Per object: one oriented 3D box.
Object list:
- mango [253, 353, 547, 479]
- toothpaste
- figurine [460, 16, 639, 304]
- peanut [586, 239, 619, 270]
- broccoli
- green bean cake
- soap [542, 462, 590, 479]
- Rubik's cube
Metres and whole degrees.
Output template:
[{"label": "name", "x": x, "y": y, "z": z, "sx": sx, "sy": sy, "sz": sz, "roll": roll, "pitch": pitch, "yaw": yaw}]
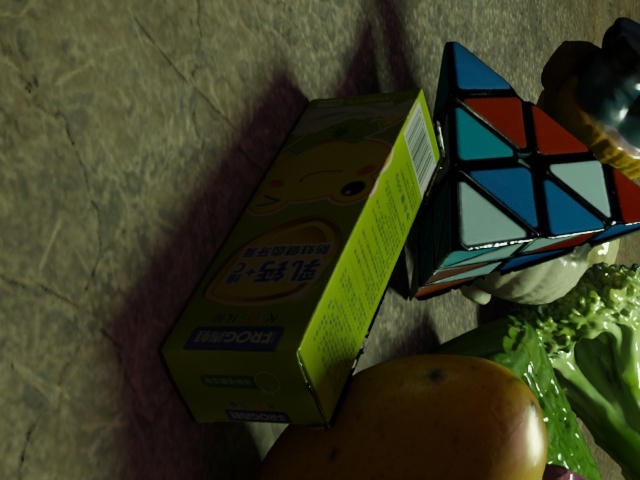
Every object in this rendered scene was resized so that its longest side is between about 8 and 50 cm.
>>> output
[{"label": "mango", "x": 0.047, "y": 0.196, "z": 0.782, "sx": 0.290, "sy": 0.191, "sz": 0.160, "roll": -57, "pitch": 156, "yaw": 18}, {"label": "toothpaste", "x": 0.000, "y": 0.000, "z": 0.839, "sx": 0.327, "sy": 0.110, "sz": 0.077, "roll": -63, "pitch": 143, "yaw": -45}, {"label": "figurine", "x": 0.248, "y": -0.064, "z": 1.134, "sx": 0.185, "sy": 0.332, "sz": 0.204, "roll": 30, "pitch": 51, "yaw": -10}, {"label": "peanut", "x": 0.386, "y": 0.047, "z": 1.601, "sx": 0.123, "sy": 0.123, "sz": 0.257, "roll": -17, "pitch": 103, "yaw": -63}, {"label": "broccoli", "x": 0.374, "y": 0.192, "z": 1.357, "sx": 0.275, "sy": 0.353, "sz": 0.397, "roll": -59, "pitch": -178, "yaw": 28}, {"label": "green bean cake", "x": 0.195, "y": 0.214, "z": 1.129, "sx": 0.248, "sy": 0.125, "sz": 0.222, "roll": 61, "pitch": 26, "yaw": -7}, {"label": "soap", "x": 0.117, "y": 0.361, "z": 0.911, "sx": 0.128, "sy": 0.233, "sz": 0.360, "roll": 0, "pitch": 88, "yaw": -62}, {"label": "Rubik's cube", "x": 0.222, "y": -0.062, "z": 1.043, "sx": 0.284, "sy": 0.234, "sz": 0.250, "roll": 98, "pitch": -3, "yaw": -73}]
